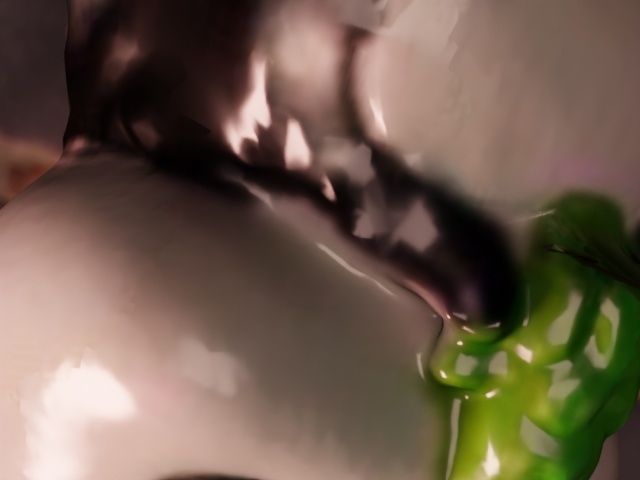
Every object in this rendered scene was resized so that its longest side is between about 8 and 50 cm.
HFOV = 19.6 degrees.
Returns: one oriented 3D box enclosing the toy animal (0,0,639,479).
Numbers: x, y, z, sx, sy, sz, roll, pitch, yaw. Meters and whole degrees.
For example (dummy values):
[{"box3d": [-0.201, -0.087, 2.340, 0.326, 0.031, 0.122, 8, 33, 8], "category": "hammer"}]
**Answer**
[{"box3d": [0.006, 0.003, 0.524, 0.212, 0.212, 0.266, 15, 89, -9], "category": "toy animal"}]
